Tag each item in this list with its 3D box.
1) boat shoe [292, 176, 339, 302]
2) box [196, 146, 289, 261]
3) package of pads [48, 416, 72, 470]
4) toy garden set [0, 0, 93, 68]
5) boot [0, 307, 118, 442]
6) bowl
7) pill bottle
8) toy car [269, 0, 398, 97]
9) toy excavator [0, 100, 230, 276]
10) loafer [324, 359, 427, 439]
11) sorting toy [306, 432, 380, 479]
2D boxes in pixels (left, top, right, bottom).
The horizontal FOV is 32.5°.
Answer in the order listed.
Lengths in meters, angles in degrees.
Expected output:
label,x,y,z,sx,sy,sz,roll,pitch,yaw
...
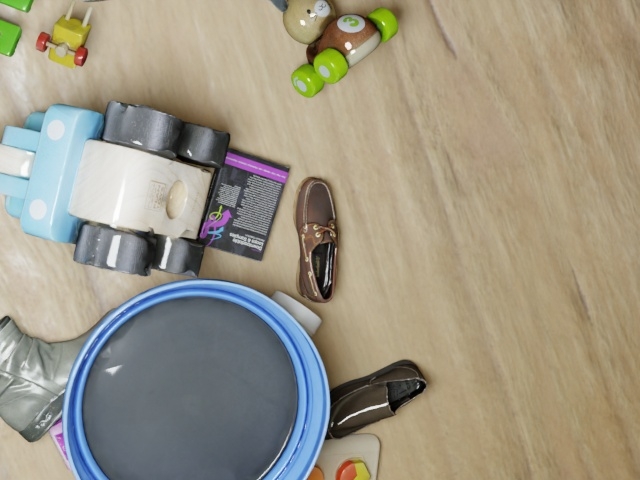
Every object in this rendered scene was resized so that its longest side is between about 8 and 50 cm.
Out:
label,x,y,z,sx,sy,sz,roll,pitch,yaw
boat shoe,0.000,0.000,1.803,0.073,0.073,0.207,-6,98,-25
box,-0.127,-0.057,1.757,0.116,0.029,0.162,18,87,-26
package of pads,-0.379,0.305,1.677,0.050,0.032,0.083,-29,108,-22
toy garden set,-0.394,-0.369,1.545,0.204,0.049,0.244,20,85,-1
boot,-0.409,0.163,1.620,0.161,0.083,0.246,45,75,-18
bowl,-0.183,0.247,1.620,0.391,0.077,0.391,-2,95,-16
pill bottle,-0.094,0.196,1.752,0.124,0.124,0.221,39,81,-25
toy car,-0.003,-0.350,1.726,0.155,0.149,0.188,-43,101,-28
toy excavator,-0.410,-0.103,1.518,0.433,0.445,0.222,11,91,-69
loafer,0.090,0.272,1.879,0.220,0.078,0.080,-30,109,-20
sorting toy,0.012,0.441,1.885,0.193,0.038,0.208,1,96,-26
